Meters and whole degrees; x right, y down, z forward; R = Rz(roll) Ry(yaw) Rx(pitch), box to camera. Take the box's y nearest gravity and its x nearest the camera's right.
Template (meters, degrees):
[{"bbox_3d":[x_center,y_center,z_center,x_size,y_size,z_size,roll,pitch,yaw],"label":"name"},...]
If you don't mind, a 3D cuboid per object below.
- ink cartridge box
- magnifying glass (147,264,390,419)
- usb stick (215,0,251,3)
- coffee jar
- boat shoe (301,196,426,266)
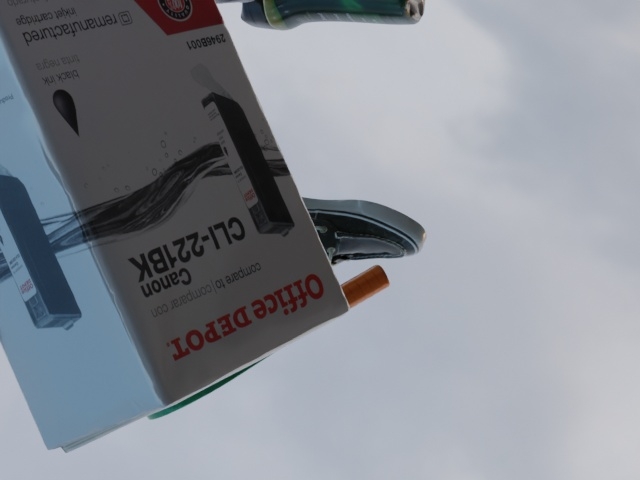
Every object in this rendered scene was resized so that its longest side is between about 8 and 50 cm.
[{"bbox_3d":[-0.123,-0.033,0.961,0.197,0.114,0.272,-24,-88,-53],"label":"ink cartridge box"},{"bbox_3d":[-0.047,0.084,1.289,0.231,0.092,0.026,-28,-87,-9],"label":"magnifying glass"},{"bbox_3d":[-0.162,-0.208,1.233,0.278,0.077,0.045,-9,-98,-32],"label":"usb stick"},{"bbox_3d":[0.009,-0.260,1.540,0.079,0.184,0.096,7,-97,-69],"label":"coffee jar"},{"bbox_3d":[0.000,0.000,1.609,0.219,0.077,0.070,8,-121,19],"label":"boat shoe"}]
